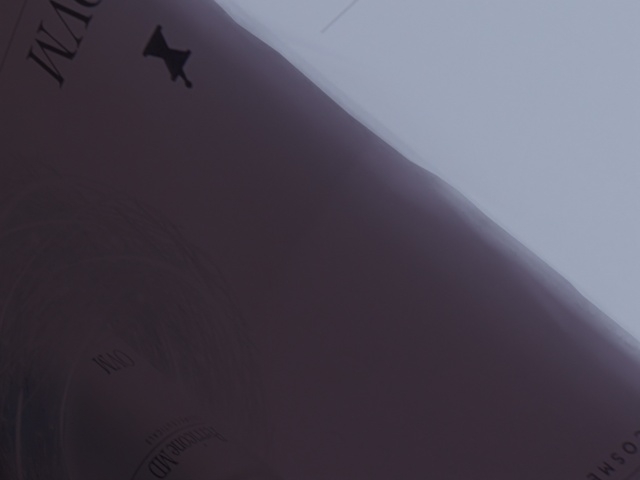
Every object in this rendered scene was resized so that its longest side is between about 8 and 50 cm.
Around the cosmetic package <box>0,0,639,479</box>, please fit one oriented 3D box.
[{"bbox_3d":[0.000,0.000,0.445,0.224,0.224,0.138,39,50,4],"label":"cosmetic package"}]
